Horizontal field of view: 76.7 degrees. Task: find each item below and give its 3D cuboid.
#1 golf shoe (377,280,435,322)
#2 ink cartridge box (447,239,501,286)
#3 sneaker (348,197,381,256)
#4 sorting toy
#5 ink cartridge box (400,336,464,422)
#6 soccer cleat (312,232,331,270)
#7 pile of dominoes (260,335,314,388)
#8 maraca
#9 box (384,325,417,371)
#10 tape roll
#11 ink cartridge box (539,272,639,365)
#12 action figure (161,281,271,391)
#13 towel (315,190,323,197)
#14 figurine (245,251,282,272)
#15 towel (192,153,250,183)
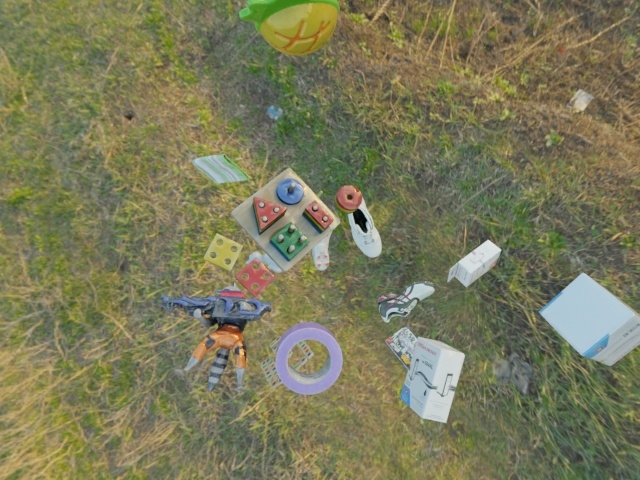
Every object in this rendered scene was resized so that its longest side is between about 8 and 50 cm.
[{"bbox_3d":[0.383,0.270,1.766,0.273,0.105,0.120,-28,43,22],"label":"golf shoe"},{"bbox_3d":[0.582,0.100,1.540,0.198,0.115,0.067,-33,56,-11],"label":"ink cartridge box"},{"bbox_3d":[0.171,-0.030,1.597,0.108,0.169,0.292,-21,113,10],"label":"sneaker"},{"bbox_3d":[-0.058,-0.036,0.658,0.274,0.046,0.132,-42,87,-22],"label":"sorting toy"},{"bbox_3d":[0.330,0.406,1.204,0.086,0.148,0.203,17,87,-13],"label":"ink cartridge box"},{"bbox_3d":[0.000,0.000,1.326,0.068,0.076,0.196,2,93,-15],"label":"soccer cleat"},{"bbox_3d":[-0.142,0.434,1.511,0.196,0.251,0.040,-42,106,-10],"label":"pile of dominoes"},{"bbox_3d":[-0.040,-0.330,0.591,0.127,0.186,0.099,-14,98,22],"label":"maraca"},{"bbox_3d":[0.298,0.371,1.375,0.094,0.027,0.137,-31,61,-17],"label":"box"},{"bbox_3d":[-0.034,0.336,1.166,0.189,0.080,0.188,0,90,-5],"label":"tape roll"},{"bbox_3d":[0.937,0.273,1.370,0.198,0.270,0.197,-52,39,20],"label":"ink cartridge box"},{"bbox_3d":[-0.335,0.278,1.266,0.342,0.178,0.330,10,52,3],"label":"action figure"},{"bbox_3d":[-0.079,-0.135,1.853,0.021,0.102,0.237,43,77,-2],"label":"towel"},{"bbox_3d":[-0.204,0.050,1.787,0.210,0.215,0.092,4,125,35],"label":"figurine"},{"bbox_3d":[-0.289,-0.203,1.170,0.152,0.113,0.023,3,64,42],"label":"towel"}]
